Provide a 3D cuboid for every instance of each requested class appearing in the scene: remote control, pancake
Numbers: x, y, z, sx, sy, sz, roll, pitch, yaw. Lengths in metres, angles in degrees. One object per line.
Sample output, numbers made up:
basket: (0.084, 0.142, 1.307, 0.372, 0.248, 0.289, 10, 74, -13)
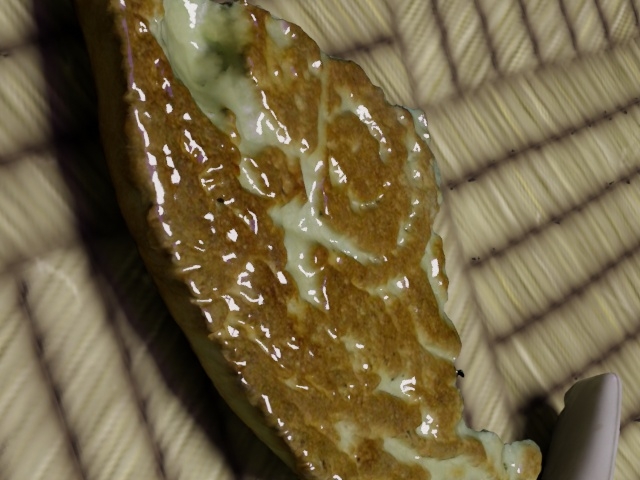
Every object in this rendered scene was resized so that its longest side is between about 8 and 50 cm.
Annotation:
remote control: (0.107, 0.168, 0.877, 0.044, 0.073, 0.229, 20, 58, -5)
pancake: (-0.005, 0.001, 0.798, 0.197, 0.054, 0.376, -51, 120, -41)
